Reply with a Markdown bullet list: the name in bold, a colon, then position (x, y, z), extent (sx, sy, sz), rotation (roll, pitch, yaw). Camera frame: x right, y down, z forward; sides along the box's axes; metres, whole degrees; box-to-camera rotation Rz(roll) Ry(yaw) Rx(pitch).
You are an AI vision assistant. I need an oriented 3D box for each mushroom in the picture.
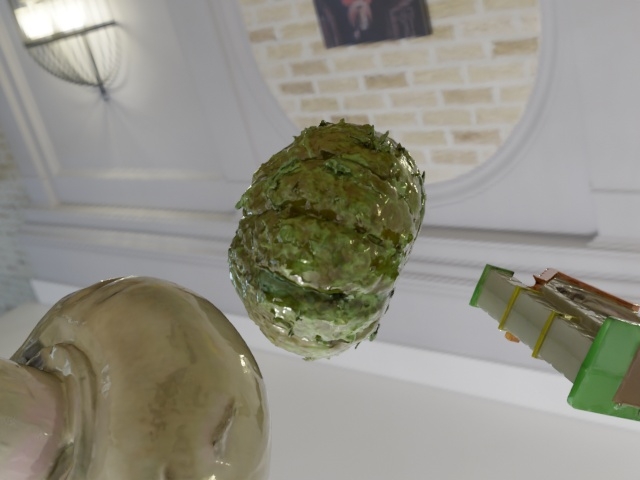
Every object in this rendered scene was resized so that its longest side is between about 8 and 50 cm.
- **mushroom**: position (-0.215, 0.172, 0.724), extent (0.356, 0.315, 0.315), rotation (27, -147, 6)

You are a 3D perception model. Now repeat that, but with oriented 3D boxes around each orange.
- **orange**: position (0.000, 0.000, 0.989), extent (0.223, 0.300, 0.301), rotation (17, -173, 7)

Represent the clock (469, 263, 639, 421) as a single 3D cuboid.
- **clock**: position (0.332, 0.109, 0.989), extent (0.220, 0.106, 0.255), rotation (15, -166, -25)
